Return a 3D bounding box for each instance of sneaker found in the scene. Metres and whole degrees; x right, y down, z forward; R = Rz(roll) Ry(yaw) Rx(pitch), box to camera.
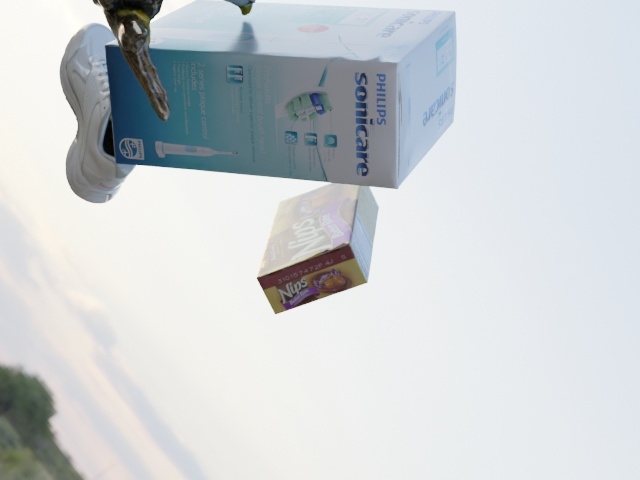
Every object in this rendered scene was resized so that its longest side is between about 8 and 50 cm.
[{"bbox_3d":[-0.253,-0.167,1.562,0.115,0.090,0.232,-23,-111,46],"label":"sneaker"}]

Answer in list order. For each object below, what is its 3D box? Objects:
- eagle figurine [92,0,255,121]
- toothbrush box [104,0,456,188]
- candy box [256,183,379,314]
[{"bbox_3d":[-0.079,-0.282,1.176,0.226,0.298,0.225,55,4,-5],"label":"eagle figurine"},{"bbox_3d":[-0.031,-0.153,1.270,0.296,0.216,0.126,7,-66,19],"label":"toothbrush box"},{"bbox_3d":[0.000,0.000,1.382,0.186,0.109,0.053,-75,143,-63],"label":"candy box"}]
